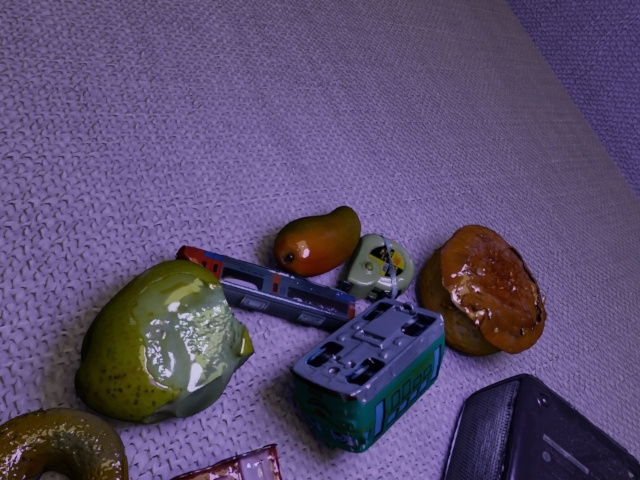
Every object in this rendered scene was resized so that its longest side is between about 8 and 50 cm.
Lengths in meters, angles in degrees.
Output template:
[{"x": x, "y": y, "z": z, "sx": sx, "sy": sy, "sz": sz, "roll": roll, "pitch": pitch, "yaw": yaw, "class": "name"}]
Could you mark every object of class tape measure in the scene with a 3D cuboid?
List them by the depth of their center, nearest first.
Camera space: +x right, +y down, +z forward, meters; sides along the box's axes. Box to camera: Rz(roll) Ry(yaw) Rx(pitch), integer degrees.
[{"x": 0.146, "y": 0.073, "z": 1.348, "sx": 0.175, "sy": 0.106, "sz": 0.200, "roll": 23, "pitch": 48, "yaw": -1, "class": "tape measure"}]

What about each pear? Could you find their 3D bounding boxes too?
[{"x": -0.294, "y": 0.180, "z": 0.944, "sx": 0.282, "sy": 0.176, "sz": 0.286, "roll": -22, "pitch": 74, "yaw": -38, "class": "pear"}]

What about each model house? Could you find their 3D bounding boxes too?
[{"x": -0.138, "y": 0.486, "z": 0.857, "sx": 0.196, "sy": 0.160, "sz": 0.253, "roll": -6, "pitch": 67, "yaw": -35, "class": "model house"}]

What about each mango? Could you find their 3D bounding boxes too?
[{"x": 0.003, "y": 0.004, "z": 1.277, "sx": 0.289, "sy": 0.129, "sz": 0.146, "roll": -19, "pitch": 54, "yaw": -42, "class": "mango"}]

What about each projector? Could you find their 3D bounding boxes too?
[{"x": 0.486, "y": 0.561, "z": 1.159, "sx": 0.395, "sy": 0.242, "sz": 0.405, "roll": 38, "pitch": 47, "yaw": -5, "class": "projector"}]

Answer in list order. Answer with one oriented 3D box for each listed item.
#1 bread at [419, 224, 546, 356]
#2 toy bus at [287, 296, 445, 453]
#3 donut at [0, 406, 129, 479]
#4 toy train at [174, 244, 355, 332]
[{"x": 0.425, "y": 0.143, "z": 1.421, "sx": 0.337, "sy": 0.204, "sz": 0.358, "roll": 47, "pitch": 44, "yaw": 5, "class": "bread"}, {"x": 0.106, "y": 0.278, "z": 1.117, "sx": 0.344, "sy": 0.184, "sz": 0.199, "roll": -28, "pitch": 121, "yaw": -41, "class": "toy bus"}, {"x": -0.399, "y": 0.368, "z": 0.784, "sx": 0.272, "sy": 0.107, "sz": 0.271, "roll": 18, "pitch": 46, "yaw": -19, "class": "donut"}, {"x": -0.117, "y": 0.113, "z": 1.159, "sx": 0.410, "sy": 0.086, "sz": 0.089, "roll": 19, "pitch": 55, "yaw": -23, "class": "toy train"}]
